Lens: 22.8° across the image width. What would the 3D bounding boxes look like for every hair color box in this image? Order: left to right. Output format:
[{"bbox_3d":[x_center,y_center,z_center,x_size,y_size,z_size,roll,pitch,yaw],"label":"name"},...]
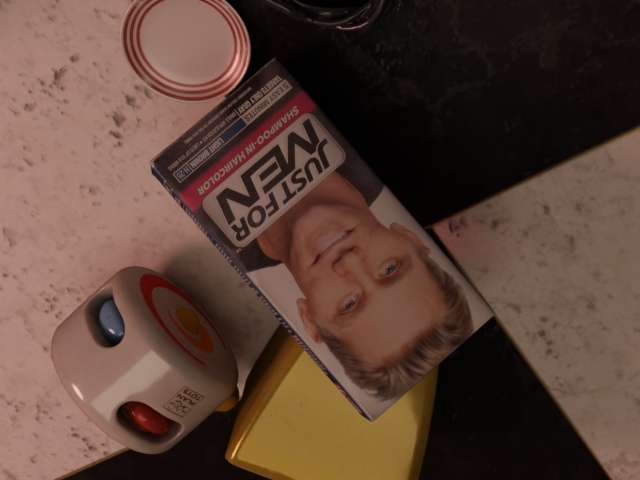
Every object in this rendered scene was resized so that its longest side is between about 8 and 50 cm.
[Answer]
[{"bbox_3d":[0.000,0.000,1.639,0.174,0.105,0.347,-41,92,-5],"label":"hair color box"}]

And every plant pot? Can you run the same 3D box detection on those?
[{"bbox_3d":[0.035,0.160,1.790,0.212,0.212,0.187,22,111,-4],"label":"plant pot"}]

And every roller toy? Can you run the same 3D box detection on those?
[{"bbox_3d":[-0.192,0.133,1.802,0.146,0.191,0.209,-42,88,13],"label":"roller toy"}]

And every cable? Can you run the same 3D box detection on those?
[{"bbox_3d":[0.006,-0.285,1.591,0.184,0.047,0.150,26,119,-4],"label":"cable"}]

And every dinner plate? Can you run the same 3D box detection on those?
[{"bbox_3d":[-0.142,-0.210,1.680,0.141,0.017,0.141,5,125,8],"label":"dinner plate"}]
